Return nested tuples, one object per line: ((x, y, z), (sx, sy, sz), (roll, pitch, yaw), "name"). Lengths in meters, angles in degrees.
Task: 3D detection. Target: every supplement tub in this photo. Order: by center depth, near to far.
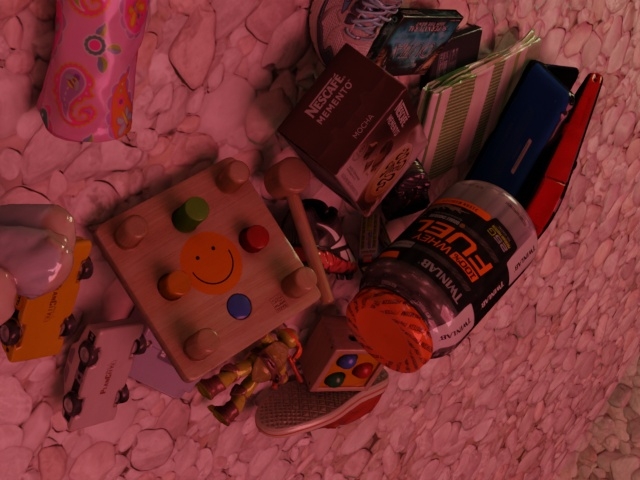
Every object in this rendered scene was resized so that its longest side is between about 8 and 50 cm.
((0.210, 0.063, 1.868), (0.338, 0.207, 0.207), (-44, 144, -31), "supplement tub")

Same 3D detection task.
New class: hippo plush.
((-0.430, -0.040, 1.212), (0.234, 0.294, 0.237), (-47, 123, -51), "hippo plush")

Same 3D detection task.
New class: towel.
((0.282, -0.244, 2.004), (0.325, 0.038, 0.248), (-32, 147, -35), "towel")

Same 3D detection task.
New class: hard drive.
((0.234, -0.325, 1.912), (0.135, 0.022, 0.094), (-25, 134, -37), "hard drive")

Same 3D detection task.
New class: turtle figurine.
((-0.106, 0.227, 1.882), (0.217, 0.087, 0.269), (-41, 142, -21), "turtle figurine")

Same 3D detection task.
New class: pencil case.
((-0.267, -0.261, 1.281), (0.124, 0.124, 0.284), (-15, 127, -44), "pencil case")

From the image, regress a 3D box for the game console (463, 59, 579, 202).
((0.420, -0.182, 2.066), (0.173, 0.250, 0.293), (14, 117, -24), "game console")

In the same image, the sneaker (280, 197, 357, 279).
((0.000, 0.000, 1.813), (0.276, 0.097, 0.135), (16, 74, -71), "sneaker")

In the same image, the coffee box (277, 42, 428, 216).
((0.058, -0.162, 1.663), (0.168, 0.119, 0.297), (-50, 164, -2), "coffee box")

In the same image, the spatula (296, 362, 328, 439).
((0.021, 0.283, 2.141), (0.168, 0.019, 0.242), (-39, 142, -22), "spatula")

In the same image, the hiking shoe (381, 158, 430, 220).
((0.143, -0.113, 1.908), (0.086, 0.114, 0.227), (-17, 164, -9), "hiking shoe")

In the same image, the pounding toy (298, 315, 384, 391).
((0.087, 0.190, 1.982), (0.181, 0.094, 0.206), (3, 135, -28), "pounding toy")

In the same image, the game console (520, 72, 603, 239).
((0.426, -0.101, 2.087), (0.342, 0.060, 0.386), (-60, 176, -29), "game console")

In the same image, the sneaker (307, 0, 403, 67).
((0.068, -0.364, 1.571), (0.110, 0.122, 0.283), (-1, 124, -31), "sneaker")

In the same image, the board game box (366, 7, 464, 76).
((0.148, -0.324, 1.759), (0.186, 0.026, 0.126), (-14, 146, -50), "board game box")

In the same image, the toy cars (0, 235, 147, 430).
((-0.356, 0.123, 1.507), (0.176, 0.087, 0.394), (-39, 145, -15), "toy cars")

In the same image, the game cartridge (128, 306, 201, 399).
((-0.197, 0.103, 1.707), (0.297, 0.062, 0.198), (-54, 141, -4), "game cartridge")

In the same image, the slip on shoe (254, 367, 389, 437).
((0.006, 0.321, 2.050), (0.331, 0.123, 0.101), (-14, 128, -47), "slip on shoe")

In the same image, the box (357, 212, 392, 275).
((0.116, 0.054, 2.004), (0.207, 0.036, 0.114), (63, 27, -52), "box")

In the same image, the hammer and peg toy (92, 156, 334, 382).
((-0.114, 0.017, 1.558), (0.361, 0.266, 0.127), (-31, 178, -31), "hammer and peg toy")
